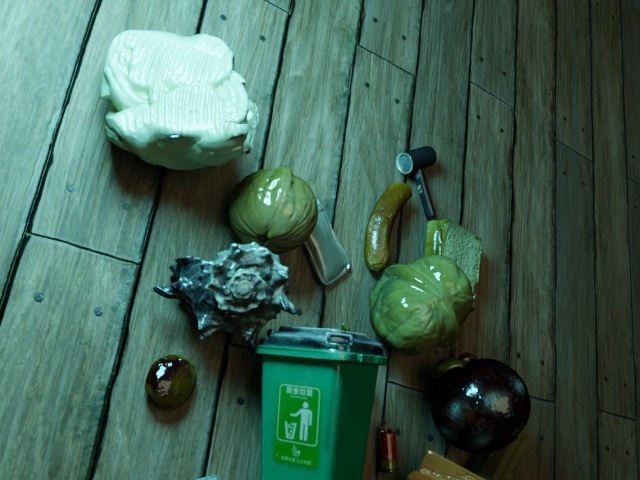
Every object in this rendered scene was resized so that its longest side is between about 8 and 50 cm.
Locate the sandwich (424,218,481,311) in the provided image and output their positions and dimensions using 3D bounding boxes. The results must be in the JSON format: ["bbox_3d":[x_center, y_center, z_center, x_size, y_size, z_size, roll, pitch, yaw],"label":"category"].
[{"bbox_3d":[0.404,0.077,1.946,0.226,0.087,0.251,27,63,-39],"label":"sandwich"}]

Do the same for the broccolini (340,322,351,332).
[{"bbox_3d":[0.097,0.315,1.708,0.052,0.054,0.194,-4,71,-66],"label":"broccolini"}]

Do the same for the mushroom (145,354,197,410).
[{"bbox_3d":[-0.328,0.314,1.391,0.123,0.052,0.123,10,74,-37],"label":"mushroom"}]

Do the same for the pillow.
[{"bbox_3d":[0.000,0.000,1.712,0.130,0.038,0.233,-30,97,-40],"label":"pillow"}]

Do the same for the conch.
[{"bbox_3d":[-0.205,0.104,1.399,0.186,0.313,0.241,-68,161,-53],"label":"conch"}]

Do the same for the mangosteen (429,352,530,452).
[{"bbox_3d":[0.442,0.453,1.773,0.288,0.288,0.288,10,72,-33],"label":"mangosteen"}]

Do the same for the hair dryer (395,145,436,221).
[{"bbox_3d":[0.332,-0.169,1.988,0.128,0.070,0.255,-24,99,-38],"label":"hair dryer"}]

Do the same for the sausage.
[{"bbox_3d":[0.188,-0.048,1.833,0.103,0.076,0.302,35,60,-21],"label":"sausage"}]

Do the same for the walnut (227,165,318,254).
[{"bbox_3d":[-0.115,-0.076,1.550,0.228,0.228,0.228,10,72,-33],"label":"walnut"}]

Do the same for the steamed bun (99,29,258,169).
[{"bbox_3d":[-0.321,-0.289,1.446,0.394,0.237,0.346,42,70,12],"label":"steamed bun"}]

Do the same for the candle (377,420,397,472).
[{"bbox_3d":[0.178,0.553,1.686,0.052,0.052,0.131,7,73,-34],"label":"candle"}]

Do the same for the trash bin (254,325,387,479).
[{"bbox_3d":[-0.001,0.401,1.468,0.295,0.259,0.381,22,71,-58],"label":"trash bin"}]

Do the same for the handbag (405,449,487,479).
[{"bbox_3d":[0.302,0.782,1.587,0.303,0.116,0.410,25,55,22],"label":"handbag"}]

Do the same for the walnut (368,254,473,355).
[{"bbox_3d":[0.269,0.179,1.712,0.282,0.277,0.253,-11,78,-16],"label":"walnut"}]

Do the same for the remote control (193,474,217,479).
[{"bbox_3d":[-0.245,0.608,1.384,0.061,0.029,0.162,-1,78,-37],"label":"remote control"}]

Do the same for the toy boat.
[{"bbox_3d":[0.491,0.725,1.807,0.162,0.136,0.445,47,55,-6],"label":"toy boat"}]
